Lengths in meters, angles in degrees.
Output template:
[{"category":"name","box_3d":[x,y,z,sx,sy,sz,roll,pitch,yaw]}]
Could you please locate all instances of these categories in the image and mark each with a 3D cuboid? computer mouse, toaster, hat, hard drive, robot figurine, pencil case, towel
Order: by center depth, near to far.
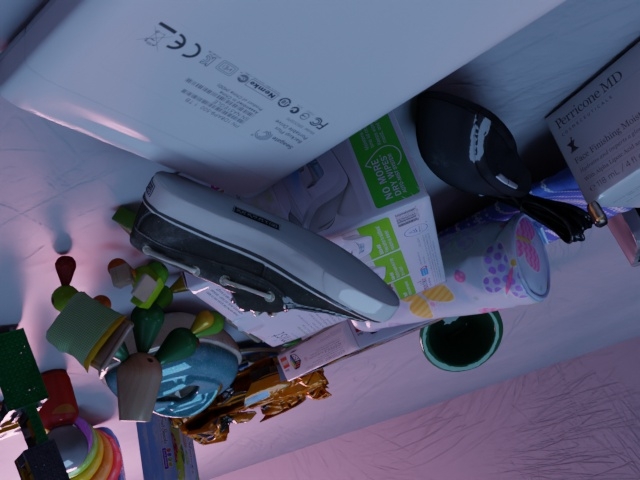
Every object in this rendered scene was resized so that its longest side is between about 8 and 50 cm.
[{"category":"hard drive","box_3d":[-0.001,-0.153,0.422,0.353,0.047,0.233,-28,149,30]},{"category":"computer mouse","box_3d":[0.192,-0.054,0.673,0.060,0.184,0.262,-61,151,-2]},{"category":"pencil case","box_3d":[0.157,0.046,0.869,0.273,0.113,0.124,-15,-165,37]},{"category":"towel","box_3d":[0.297,-0.020,0.939,0.243,0.040,0.336,0,160,-35]},{"category":"toaster","box_3d":[0.530,-0.050,1.018,0.168,0.110,0.186,-23,157,12]},{"category":"robot figurine","box_3d":[-0.130,0.284,1.193,0.291,0.085,0.211,-22,153,-3]},{"category":"hat","box_3d":[0.277,0.163,1.415,0.173,0.183,0.208,-27,115,4]}]

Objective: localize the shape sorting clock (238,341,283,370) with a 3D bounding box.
[{"category":"shape sorting clock","box_3d":[-0.164,0.241,1.229,0.206,0.040,0.206,-16,157,-7]}]

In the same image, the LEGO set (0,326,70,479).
[{"category":"LEGO set","box_3d":[-0.434,0.271,0.792,0.255,0.331,0.192,-26,169,-44]}]

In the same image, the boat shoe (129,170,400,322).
[{"category":"boat shoe","box_3d":[-0.044,0.021,0.536,0.070,0.219,0.078,-63,-177,17]}]

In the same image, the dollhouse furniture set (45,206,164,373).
[{"category":"dollhouse furniture set","box_3d":[-0.209,0.048,0.647,0.151,0.076,0.058,-59,165,-14]}]

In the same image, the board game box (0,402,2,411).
[{"category":"board game box","box_3d":[-0.640,0.308,1.037,0.281,0.027,0.145,-22,158,7]}]

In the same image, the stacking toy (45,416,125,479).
[{"category":"stacking toy","box_3d":[-0.467,0.380,1.214,0.166,0.175,0.301,-13,143,-13]}]

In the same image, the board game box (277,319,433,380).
[{"category":"board game box","box_3d":[0.101,0.146,1.117,0.305,0.053,0.193,-12,164,-41]}]

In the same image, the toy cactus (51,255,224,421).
[{"category":"toy cactus","box_3d":[-0.209,0.111,0.752,0.112,0.180,0.219,-9,160,32]}]

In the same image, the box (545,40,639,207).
[{"category":"box","box_3d":[0.383,-0.130,0.716,0.182,0.119,0.181,-1,151,-34]}]

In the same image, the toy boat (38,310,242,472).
[{"category":"toy boat","box_3d":[-0.268,0.226,0.980,0.318,0.148,0.267,-21,157,4]}]

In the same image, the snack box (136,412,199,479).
[{"category":"snack box","box_3d":[-0.300,0.400,1.311,0.070,0.174,0.207,-13,157,-5]}]

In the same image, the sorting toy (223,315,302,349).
[{"category":"sorting toy","box_3d":[-0.033,0.114,1.037,0.196,0.047,0.347,-21,157,5]}]

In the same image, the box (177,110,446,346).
[{"category":"box","box_3d":[0.000,0.000,0.706,0.231,0.126,0.262,-21,157,7]}]
